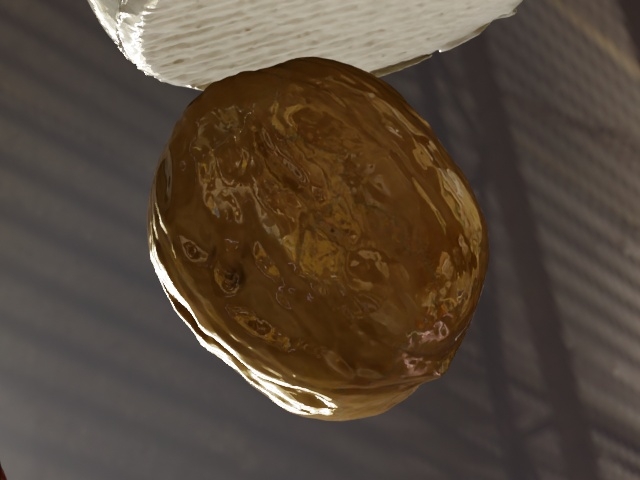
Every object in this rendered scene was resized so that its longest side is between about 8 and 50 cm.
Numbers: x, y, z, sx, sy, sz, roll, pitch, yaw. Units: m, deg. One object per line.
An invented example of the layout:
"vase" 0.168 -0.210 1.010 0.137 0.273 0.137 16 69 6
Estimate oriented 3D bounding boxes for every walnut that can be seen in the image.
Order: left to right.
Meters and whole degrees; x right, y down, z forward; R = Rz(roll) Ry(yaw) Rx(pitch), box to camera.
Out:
"walnut" 0.000 0.000 1.135 0.221 0.195 0.195 47 -162 21

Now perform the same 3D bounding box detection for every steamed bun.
"steamed bun" -0.009 -0.274 1.413 0.374 0.374 0.241 14 -125 -59

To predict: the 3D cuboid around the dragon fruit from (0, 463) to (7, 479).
"dragon fruit" -0.294 0.261 1.191 0.152 0.317 0.205 55 173 -6
